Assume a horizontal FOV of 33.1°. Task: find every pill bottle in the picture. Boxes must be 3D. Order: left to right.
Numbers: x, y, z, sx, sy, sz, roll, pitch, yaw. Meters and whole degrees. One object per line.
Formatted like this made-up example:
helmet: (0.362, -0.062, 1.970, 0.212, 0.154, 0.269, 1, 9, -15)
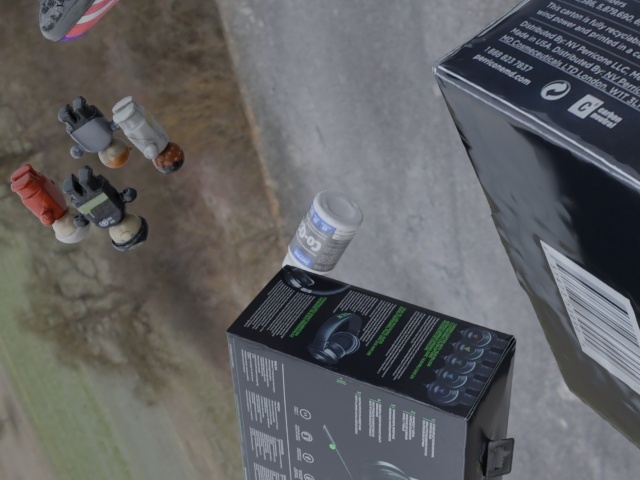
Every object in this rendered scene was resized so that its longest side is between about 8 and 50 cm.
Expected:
pill bottle: (0.000, 0.000, 1.571, 0.078, 0.078, 0.137, 52, 131, 28)

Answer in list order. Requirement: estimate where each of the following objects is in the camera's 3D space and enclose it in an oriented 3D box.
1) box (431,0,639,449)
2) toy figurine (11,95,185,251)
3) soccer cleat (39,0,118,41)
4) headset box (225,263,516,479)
box: (0.431, -0.068, 0.986, 0.297, 0.471, 0.480, 42, 167, 51)
toy figurine: (-0.316, -0.097, 1.575, 0.213, 0.209, 0.148, 3, 145, 41)
soccer cleat: (-0.138, -0.286, 0.959, 0.318, 0.116, 0.109, -46, 46, 26)
headset box: (0.062, 0.188, 1.129, 0.283, 0.131, 0.246, 16, 132, 24)
